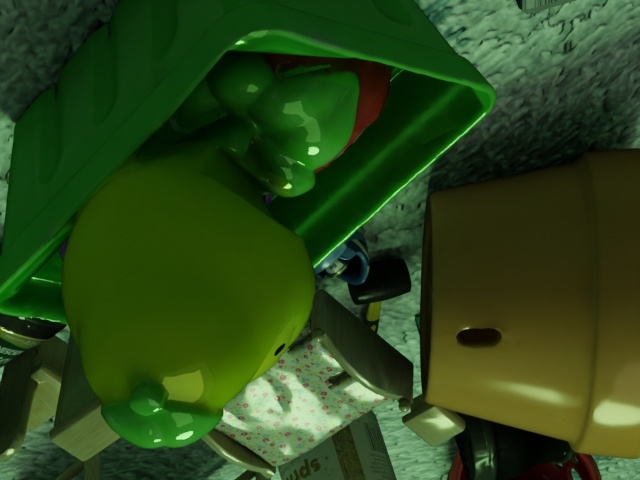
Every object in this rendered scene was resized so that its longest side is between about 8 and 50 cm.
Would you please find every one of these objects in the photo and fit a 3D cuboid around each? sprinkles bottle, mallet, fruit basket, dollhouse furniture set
[{"bbox_3d":[0.029,0.277,1.853,0.121,0.355,0.121,-14,151,-8],"label":"sprinkles bottle"},{"bbox_3d":[0.046,0.077,1.855,0.062,0.039,0.189,-10,153,-16],"label":"mallet"},{"bbox_3d":[-0.070,-0.012,1.308,0.283,0.392,0.392,10,140,-39],"label":"fruit basket"},{"bbox_3d":[-0.089,0.195,1.708,0.303,0.173,0.355,-34,122,29],"label":"dollhouse furniture set"}]

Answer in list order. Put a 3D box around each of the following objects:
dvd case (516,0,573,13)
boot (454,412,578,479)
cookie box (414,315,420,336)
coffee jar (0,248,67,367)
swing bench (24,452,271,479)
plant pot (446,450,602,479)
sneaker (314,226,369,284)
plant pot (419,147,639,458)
[{"bbox_3d":[0.235,-0.274,1.364,0.179,0.029,0.238,-16,151,-3],"label":"dvd case"},{"bbox_3d":[0.275,0.183,2.015,0.260,0.131,0.348,-18,171,5],"label":"boot"},{"bbox_3d":[0.162,0.102,1.949,0.107,0.040,0.092,-19,152,1],"label":"cookie box"},{"bbox_3d":[-0.313,0.081,1.621,0.184,0.079,0.096,-34,147,26],"label":"coffee jar"},{"bbox_3d":[-0.169,0.354,1.981,0.253,0.254,0.165,11,140,-40],"label":"swing bench"},{"bbox_3d":[0.242,0.336,2.242,0.191,0.191,0.174,-11,155,-12],"label":"plant pot"},{"bbox_3d":[0.000,0.000,1.672,0.053,0.059,0.144,-32,147,28],"label":"sneaker"},{"bbox_3d":[0.199,0.058,1.683,0.204,0.290,0.291,1,149,0],"label":"plant pot"}]
